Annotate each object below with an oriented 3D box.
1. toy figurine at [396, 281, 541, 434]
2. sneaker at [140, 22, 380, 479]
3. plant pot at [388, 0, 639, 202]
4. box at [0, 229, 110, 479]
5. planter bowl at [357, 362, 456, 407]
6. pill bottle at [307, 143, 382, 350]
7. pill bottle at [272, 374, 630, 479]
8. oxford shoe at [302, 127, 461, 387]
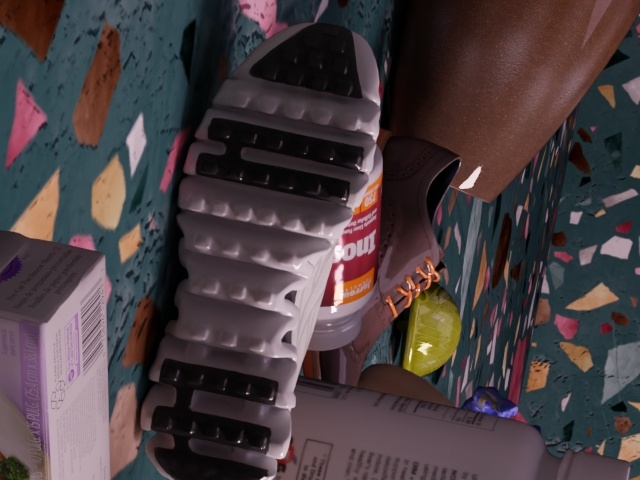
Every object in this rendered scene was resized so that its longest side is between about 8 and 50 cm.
[{"bbox_3d":[0.182,0.218,1.779,0.191,0.217,0.362,-29,129,-73],"label":"toy figurine"},{"bbox_3d":[-0.036,0.007,0.988,0.118,0.110,0.292,-29,136,-83],"label":"sneaker"},{"bbox_3d":[0.157,-0.160,1.480,0.230,0.215,0.215,-67,168,5],"label":"plant pot"},{"bbox_3d":[-0.135,0.152,0.735,0.067,0.063,0.324,-56,153,-57],"label":"box"},{"bbox_3d":[0.058,0.208,1.436,0.109,0.162,0.162,-39,145,-30],"label":"planter bowl"},{"bbox_3d":[0.000,0.000,1.136,0.086,0.086,0.152,-62,158,-52],"label":"pill bottle"},{"bbox_3d":[0.078,0.201,1.184,0.160,0.283,0.160,10,90,-76],"label":"pill bottle"},{"bbox_3d":[0.050,0.027,1.339,0.097,0.098,0.271,72,31,-64],"label":"oxford shoe"}]
